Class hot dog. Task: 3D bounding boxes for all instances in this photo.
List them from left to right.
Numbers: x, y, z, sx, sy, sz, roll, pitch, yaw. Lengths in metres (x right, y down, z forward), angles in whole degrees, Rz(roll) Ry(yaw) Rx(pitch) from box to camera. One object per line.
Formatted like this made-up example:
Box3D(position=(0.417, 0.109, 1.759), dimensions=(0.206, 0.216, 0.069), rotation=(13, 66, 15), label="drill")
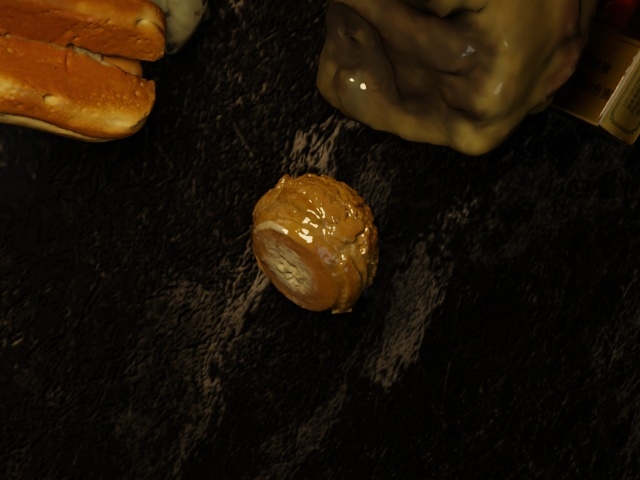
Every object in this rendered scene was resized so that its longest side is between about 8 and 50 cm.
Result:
Box3D(position=(-0.261, -0.158, 0.924), dimensions=(0.337, 0.100, 0.135), rotation=(9, 99, -44), label="hot dog")

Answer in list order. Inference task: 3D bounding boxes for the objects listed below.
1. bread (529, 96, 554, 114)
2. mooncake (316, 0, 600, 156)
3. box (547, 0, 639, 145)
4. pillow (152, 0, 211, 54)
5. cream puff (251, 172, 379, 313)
Box3D(position=(0.191, -0.228, 1.260), dimensions=(0.138, 0.102, 0.196), rotation=(13, 103, -46), label="bread")
Box3D(position=(0.062, -0.263, 1.008), dimensions=(0.394, 0.246, 0.393), rotation=(-12, 116, -49), label="mooncake")
Box3D(position=(0.307, -0.235, 1.312), dimensions=(0.071, 0.159, 0.240), rotation=(25, 98, -43), label="box")
Box3D(position=(-0.110, -0.270, 1.019), dimensions=(0.093, 0.051, 0.241), rotation=(-25, 125, -34), label="pillow")
Box3D(position=(-0.001, -0.003, 1.213), dimensions=(0.103, 0.126, 0.144), rotation=(-51, 146, -27), label="cream puff")
